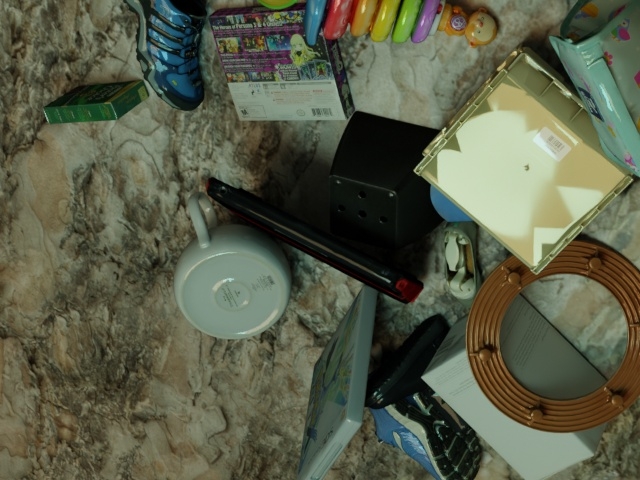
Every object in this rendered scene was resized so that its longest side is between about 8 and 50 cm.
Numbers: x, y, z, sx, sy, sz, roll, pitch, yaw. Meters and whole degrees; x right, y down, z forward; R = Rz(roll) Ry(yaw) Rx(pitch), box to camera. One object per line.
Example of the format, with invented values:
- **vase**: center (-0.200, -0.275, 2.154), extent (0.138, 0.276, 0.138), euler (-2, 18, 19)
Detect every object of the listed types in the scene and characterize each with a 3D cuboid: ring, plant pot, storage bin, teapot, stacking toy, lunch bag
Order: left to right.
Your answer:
- **teapot**: center (-0.179, 0.057, 2.177), extent (0.252, 0.187, 0.256), euler (16, 120, -15)
- **plant pot**: center (0.106, -0.090, 1.888), extent (0.188, 0.167, 0.187), euler (17, 130, 22)
- **stacking toy**: center (0.131, -0.363, 1.683), extent (0.301, 0.175, 0.166), euler (17, 171, -2)
- **storage bin**: center (0.330, -0.131, 1.705), extent (0.262, 0.123, 0.260), euler (41, 117, -1)
- **ring**: center (0.415, 0.166, 1.839), extent (0.336, 0.032, 0.337), euler (0, 98, 1)
- **lunch bag**: center (0.432, -0.235, 1.500), extent (0.160, 0.262, 0.223), euler (-14, 115, 39)

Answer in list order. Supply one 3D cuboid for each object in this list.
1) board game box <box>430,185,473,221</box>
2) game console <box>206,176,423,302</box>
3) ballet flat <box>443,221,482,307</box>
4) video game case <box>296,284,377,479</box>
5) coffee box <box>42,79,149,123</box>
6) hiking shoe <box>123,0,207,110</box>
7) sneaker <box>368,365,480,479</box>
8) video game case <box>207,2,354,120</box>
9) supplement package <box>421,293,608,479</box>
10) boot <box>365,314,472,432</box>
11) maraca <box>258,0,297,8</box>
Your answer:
- **board game box**: center (0.272, -0.096, 1.856), extent (0.168, 0.033, 0.133), euler (-3, 129, 6)
- **game console**: center (0.000, 0.000, 1.952), extent (0.386, 0.060, 0.342), euler (27, 176, 12)
- **ballet flat**: center (0.251, 0.050, 1.971), extent (0.072, 0.068, 0.213), euler (10, 128, 26)
- **video game case**: center (0.030, 0.298, 2.129), extent (0.036, 0.329, 0.300), euler (19, 135, -9)
- **coffee box**: center (-0.441, -0.273, 2.134), extent (0.184, 0.113, 0.040), euler (2, 121, 33)
- **hiking shoe**: center (-0.260, -0.370, 1.941), extent (0.132, 0.113, 0.304), euler (2, 124, 32)
- **sneaker**: center (0.202, 0.389, 2.246), extent (0.330, 0.130, 0.147), euler (52, 148, -8)
- **video game case**: center (-0.069, -0.311, 1.915), extent (0.232, 0.042, 0.210), euler (3, 125, 31)
- **supplement package**: center (0.367, 0.267, 1.988), extent (0.293, 0.177, 0.175), euler (45, 134, -4)
- **boot**: center (0.213, 0.292, 2.064), extent (0.207, 0.246, 0.094), euler (51, 148, -7)
- **maraca**: center (-0.077, -0.470, 1.764), extent (0.127, 0.099, 0.186), euler (-14, 90, 28)
